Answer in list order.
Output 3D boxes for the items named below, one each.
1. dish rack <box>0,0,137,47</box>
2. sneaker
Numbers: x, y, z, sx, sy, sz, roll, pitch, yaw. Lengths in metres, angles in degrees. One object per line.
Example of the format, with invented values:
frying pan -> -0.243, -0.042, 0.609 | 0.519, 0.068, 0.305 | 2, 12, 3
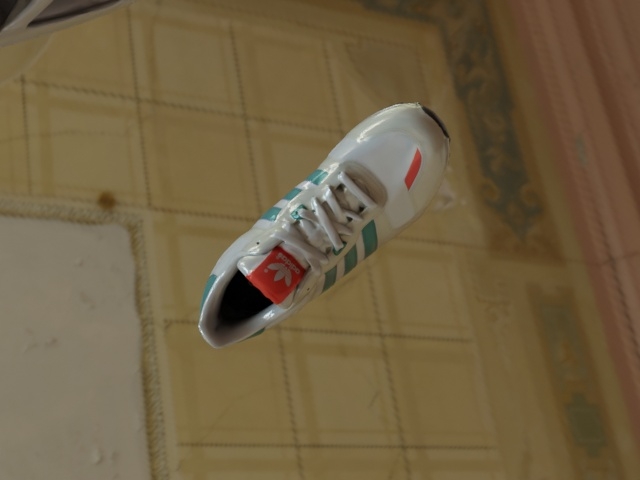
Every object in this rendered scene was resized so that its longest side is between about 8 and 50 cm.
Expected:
dish rack -> -0.054, -0.130, 0.299 | 0.285, 0.332, 0.072 | -29, -84, -49
sneaker -> 0.000, 0.000, 0.586 | 0.057, 0.161, 0.075 | 46, -153, -8
